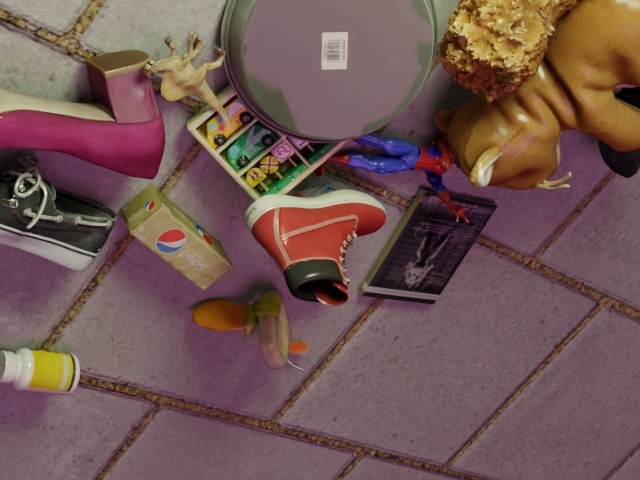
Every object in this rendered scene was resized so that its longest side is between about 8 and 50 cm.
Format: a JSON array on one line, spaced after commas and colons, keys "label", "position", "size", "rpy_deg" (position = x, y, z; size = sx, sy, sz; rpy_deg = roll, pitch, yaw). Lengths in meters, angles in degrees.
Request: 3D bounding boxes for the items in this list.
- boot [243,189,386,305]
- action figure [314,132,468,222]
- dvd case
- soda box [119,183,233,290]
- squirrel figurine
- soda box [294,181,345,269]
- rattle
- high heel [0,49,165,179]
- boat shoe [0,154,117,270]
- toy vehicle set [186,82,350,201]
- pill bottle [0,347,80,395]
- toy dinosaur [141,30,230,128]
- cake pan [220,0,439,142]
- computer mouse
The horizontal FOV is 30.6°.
[{"label": "boot", "position": [0.026, 0.018, 1.651], "size": [0.244, 0.176, 0.088], "rpy_deg": [-6, 141, -42]}, {"label": "action figure", "position": [0.136, -0.105, 1.744], "size": [0.280, 0.139, 0.091], "rpy_deg": [0, 129, -33]}, {"label": "dvd case", "position": [0.180, 0.013, 1.955], "size": [0.165, 0.018, 0.221], "rpy_deg": [8, 123, -36]}, {"label": "soda box", "position": [-0.206, -0.002, 1.693], "size": [0.061, 0.058, 0.181], "rpy_deg": [-39, 136, 7]}, {"label": "squirrel figurine", "position": [0.302, -0.252, 1.634], "size": [0.370, 0.281, 0.397], "rpy_deg": [-39, 131, 19]}, {"label": "soda box", "position": [0.000, 0.000, 1.811], "size": [0.063, 0.058, 0.183], "rpy_deg": [-17, 135, -16]}, {"label": "rattle", "position": [-0.107, 0.161, 1.892], "size": [0.143, 0.130, 0.199], "rpy_deg": [-20, 163, 2]}, {"label": "high heel", "position": [-0.367, -0.108, 1.446], "size": [0.377, 0.127, 0.181], "rpy_deg": [-16, 124, -21]}, {"label": "boat shoe", "position": [-0.386, -0.050, 1.509], "size": [0.105, 0.113, 0.306], "rpy_deg": [-51, 137, 10]}, {"label": "toy vehicle set", "position": [-0.031, -0.185, 1.600], "size": [0.267, 0.035, 0.166], "rpy_deg": [-40, 116, 9]}, {"label": "pill bottle", "position": [-0.424, 0.194, 1.740], "size": [0.116, 0.065, 0.065], "rpy_deg": [12, 121, -38]}, {"label": "toy dinosaur", "position": [-0.167, -0.217, 1.509], "size": [0.183, 0.053, 0.092], "rpy_deg": [27, 95, -54]}, {"label": "cake pan", "position": [0.018, -0.256, 1.523], "size": [0.293, 0.054, 0.293], "rpy_deg": [-4, 116, -9]}, {"label": "computer mouse", "position": [0.491, -0.210, 1.857], "size": [0.072, 0.188, 0.272], "rpy_deg": [7, 144, 3]}]
